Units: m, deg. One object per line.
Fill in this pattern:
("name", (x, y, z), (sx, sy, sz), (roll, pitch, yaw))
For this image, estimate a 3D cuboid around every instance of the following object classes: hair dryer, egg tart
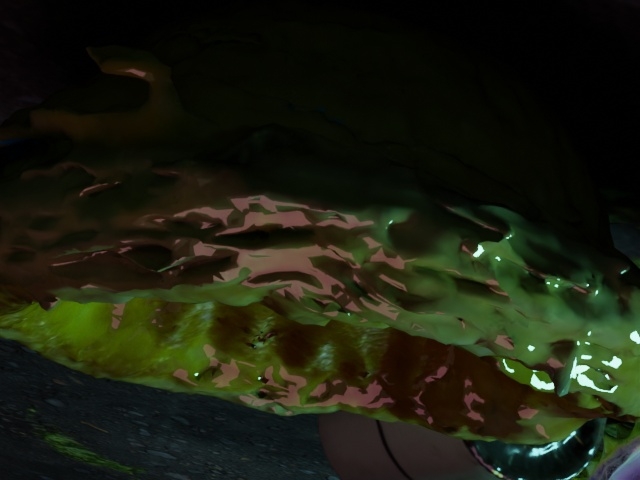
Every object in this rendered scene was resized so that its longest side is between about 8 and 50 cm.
("hair dryer", (-0.003, 0.063, 0.963), (0.362, 0.128, 0.203), (29, 157, -18))
("egg tart", (0.000, 0.000, 0.700), (0.387, 0.169, 0.388), (11, 163, 3))

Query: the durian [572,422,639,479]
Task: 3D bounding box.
("durian", (0.301, 0.183, 1.058), (0.260, 0.154, 0.186), (12, 139, 11))
